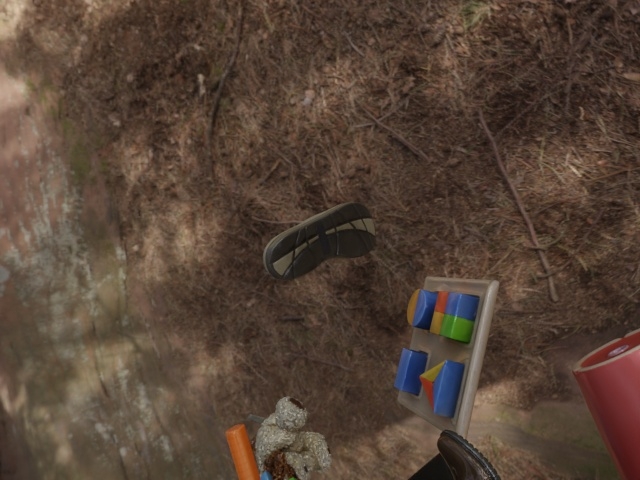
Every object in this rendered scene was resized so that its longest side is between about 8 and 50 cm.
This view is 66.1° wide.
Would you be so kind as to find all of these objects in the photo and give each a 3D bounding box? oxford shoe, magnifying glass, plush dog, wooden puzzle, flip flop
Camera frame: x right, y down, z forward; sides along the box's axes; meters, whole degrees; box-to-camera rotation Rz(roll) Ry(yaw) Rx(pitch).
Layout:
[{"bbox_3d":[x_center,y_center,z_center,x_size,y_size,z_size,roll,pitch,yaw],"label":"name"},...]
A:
[{"bbox_3d":[0.242,0.411,0.776,0.083,0.096,0.227,95,153,-46],"label":"oxford shoe"},{"bbox_3d":[-0.074,0.346,0.609,0.026,0.092,0.231,-17,85,16],"label":"magnifying glass"},{"bbox_3d":[-0.097,0.565,1.237,0.210,0.225,0.262,-22,117,7],"label":"plush dog"},{"bbox_3d":[0.252,0.235,1.092,0.348,0.080,0.322,160,124,-79],"label":"wooden puzzle"},{"bbox_3d":[0.000,0.000,0.941,0.080,0.277,0.112,1,110,53],"label":"flip flop"}]

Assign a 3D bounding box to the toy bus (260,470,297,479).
[{"bbox_3d":[-0.077,0.549,0.890,0.191,0.104,0.202,-39,58,-9],"label":"toy bus"}]

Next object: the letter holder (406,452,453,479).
[{"bbox_3d":[0.339,0.675,1.102,0.152,0.214,0.302,-48,19,16],"label":"letter holder"}]

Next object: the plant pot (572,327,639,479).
[{"bbox_3d":[0.614,0.298,0.885,0.275,0.275,0.243,-43,70,37],"label":"plant pot"}]
